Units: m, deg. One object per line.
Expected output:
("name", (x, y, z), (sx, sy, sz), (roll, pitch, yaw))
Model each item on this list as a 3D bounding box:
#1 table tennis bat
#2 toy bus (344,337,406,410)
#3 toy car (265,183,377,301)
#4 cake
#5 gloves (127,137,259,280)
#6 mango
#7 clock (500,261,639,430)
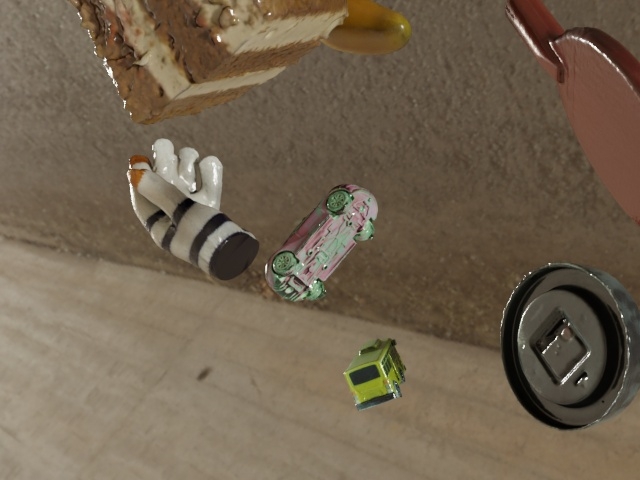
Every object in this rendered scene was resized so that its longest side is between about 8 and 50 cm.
("table tennis bat", (0.353, -0.171, 0.992), (0.415, 0.051, 0.268), (65, -177, 31))
("toy bus", (0.111, 0.258, 1.536), (0.101, 0.088, 0.175), (66, -164, -3))
("toy car", (0.000, 0.000, 0.809), (0.055, 0.142, 0.069), (38, 175, 41))
("cake", (-0.157, -0.341, 1.081), (0.290, 0.282, 0.256), (-33, 89, 35))
("gloves", (-0.194, -0.042, 1.107), (0.218, 0.140, 0.131), (34, 126, 23))
("mango", (0.070, -0.344, 1.251), (0.184, 0.085, 0.102), (15, 164, 34))
("clock", (0.416, 0.175, 1.301), (0.055, 0.281, 0.280), (3, 173, -31))
